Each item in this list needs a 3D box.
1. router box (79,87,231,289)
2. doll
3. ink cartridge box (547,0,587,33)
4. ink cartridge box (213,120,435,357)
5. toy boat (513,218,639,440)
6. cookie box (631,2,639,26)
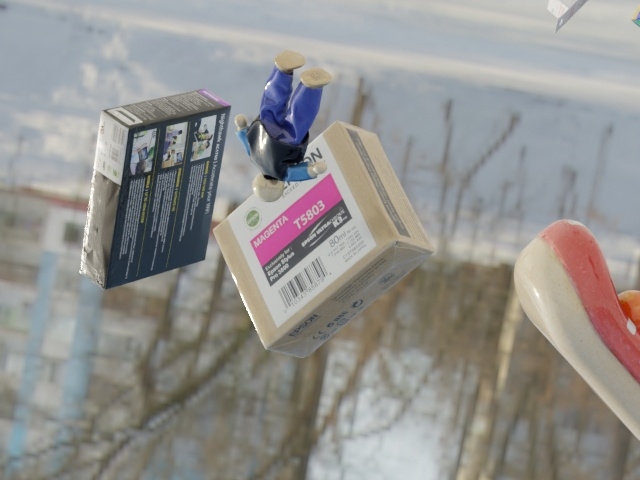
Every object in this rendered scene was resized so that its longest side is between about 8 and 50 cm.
[{"bbox_3d":[-0.161,-0.050,1.698,0.133,0.179,0.046,-16,-141,-43],"label":"router box"},{"bbox_3d":[-0.041,-0.116,1.970,0.129,0.189,0.046,35,-140,18],"label":"doll"},{"bbox_3d":[0.276,-0.270,1.910,0.028,0.083,0.048,43,171,12],"label":"ink cartridge box"},{"bbox_3d":[0.000,0.000,2.153,0.088,0.234,0.193,15,-139,-51],"label":"ink cartridge box"},{"bbox_3d":[0.285,0.066,1.578,0.231,0.151,0.151,47,-178,-21],"label":"toy boat"},{"bbox_3d":[0.300,-0.203,1.342,0.040,0.092,0.107,34,166,-17],"label":"cookie box"}]
